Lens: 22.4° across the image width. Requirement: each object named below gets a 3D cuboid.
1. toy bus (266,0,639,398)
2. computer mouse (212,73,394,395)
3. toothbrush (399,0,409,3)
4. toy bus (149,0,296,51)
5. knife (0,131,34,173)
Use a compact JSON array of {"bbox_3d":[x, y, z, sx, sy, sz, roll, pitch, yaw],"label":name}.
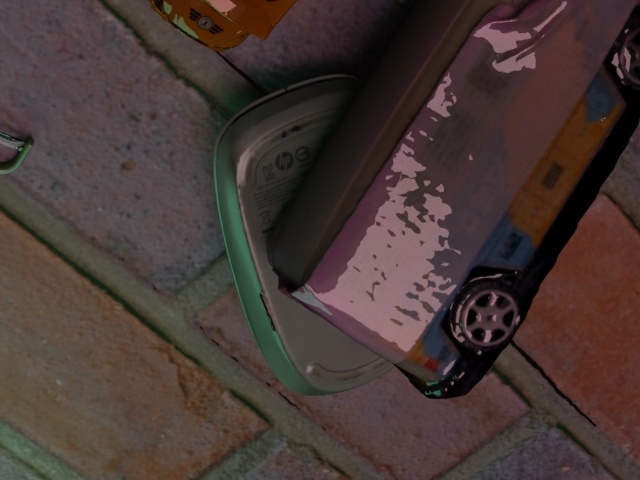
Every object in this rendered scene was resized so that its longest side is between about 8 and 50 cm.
[{"bbox_3d":[0.116,-0.087,1.218,0.162,0.171,0.386,30,94,-27],"label":"toy bus"},{"bbox_3d":[-0.002,-0.001,1.345,0.159,0.097,0.288,-22,116,-14],"label":"computer mouse"},{"bbox_3d":[0.069,-0.338,1.163,0.037,0.028,0.375,21,131,26],"label":"toothbrush"},{"bbox_3d":[-0.040,-0.217,1.185,0.083,0.088,0.194,30,113,-31],"label":"toy bus"},{"bbox_3d":[-0.329,-0.094,1.247,0.212,0.015,0.054,21,125,-27],"label":"knife"}]
